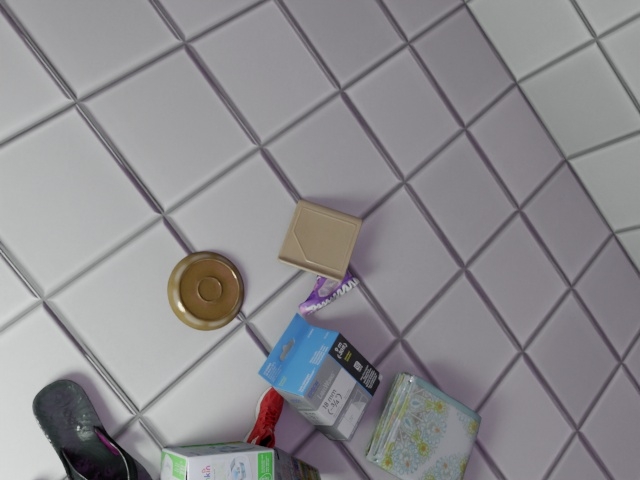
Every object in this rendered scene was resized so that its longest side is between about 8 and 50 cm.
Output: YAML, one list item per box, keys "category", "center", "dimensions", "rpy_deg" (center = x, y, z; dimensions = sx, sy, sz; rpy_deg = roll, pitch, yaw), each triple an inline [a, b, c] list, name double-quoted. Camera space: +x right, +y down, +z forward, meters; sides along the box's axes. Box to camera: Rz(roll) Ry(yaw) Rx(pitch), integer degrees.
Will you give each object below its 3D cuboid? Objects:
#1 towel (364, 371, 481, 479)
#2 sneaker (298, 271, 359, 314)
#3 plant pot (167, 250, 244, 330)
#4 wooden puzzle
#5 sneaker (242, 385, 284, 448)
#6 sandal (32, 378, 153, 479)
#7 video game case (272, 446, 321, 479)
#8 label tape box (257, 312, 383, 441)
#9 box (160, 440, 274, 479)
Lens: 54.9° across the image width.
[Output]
- category: "towel"
  center: [0.348, 0.650, 2.034]
  dimensions: [0.374, 0.090, 0.321]
  rpy_deg: [34, 69, -18]
- category: "sneaker"
  center: [0.012, 0.152, 1.962]
  dimensions: [0.236, 0.095, 0.105]
  rpy_deg: [-31, 88, -35]
- category: "plant pot"
  center: [-0.329, 0.146, 1.809]
  dimensions: [0.236, 0.032, 0.236]
  rpy_deg: [7, 76, -28]
- category: "wooden puzzle"
  center: [0.000, 0.000, 1.978]
  dimensions: [0.220, 0.044, 0.239]
  rpy_deg: [19, 67, 3]
- category: "sneaker"
  center: [-0.142, 0.526, 1.771]
  dimensions: [0.087, 0.128, 0.221]
  rpy_deg: [28, 68, -20]
- category: "sandal"
  center: [-0.568, 0.554, 1.548]
  dimensions: [0.167, 0.107, 0.446]
  rpy_deg: [-38, 98, -29]
- category: "video game case"
  center: [-0.068, 0.679, 1.743]
  dimensions: [0.193, 0.212, 0.023]
  rpy_deg: [34, 96, -18]
- category: "label tape box"
  center: [0.008, 0.408, 1.859]
  dimensions: [0.334, 0.106, 0.241]
  rpy_deg: [47, 55, -20]
- category: "box"
  center: [-0.275, 0.607, 1.607]
  dimensions: [0.231, 0.262, 0.127]
  rpy_deg: [5, 76, -26]
